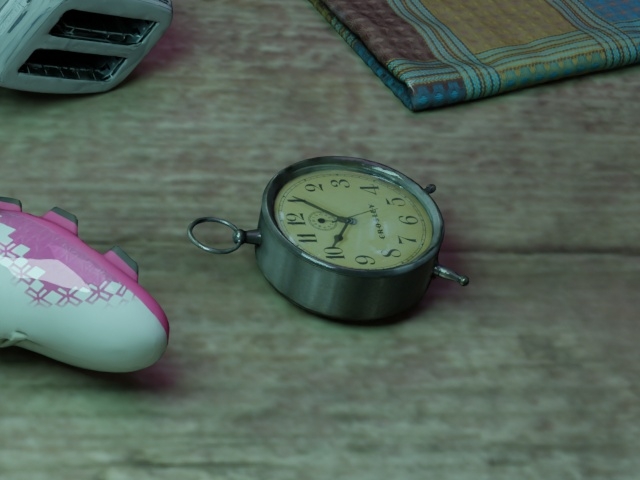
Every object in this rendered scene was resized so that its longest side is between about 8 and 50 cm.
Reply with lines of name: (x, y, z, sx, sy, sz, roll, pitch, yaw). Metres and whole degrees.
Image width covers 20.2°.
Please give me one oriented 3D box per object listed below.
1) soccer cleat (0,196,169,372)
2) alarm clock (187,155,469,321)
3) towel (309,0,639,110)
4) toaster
soccer cleat: (-0.258, 0.026, 1.143, 0.331, 0.116, 0.143, 26, 60, 15)
alarm clock: (0.000, 0.000, 1.265, 0.192, 0.064, 0.129, 3, 40, -16)
towel: (0.166, -0.232, 1.612, 0.370, 0.040, 0.271, -14, 46, -30)
toaster: (-0.212, -0.197, 1.358, 0.146, 0.129, 0.227, 54, 24, 19)
